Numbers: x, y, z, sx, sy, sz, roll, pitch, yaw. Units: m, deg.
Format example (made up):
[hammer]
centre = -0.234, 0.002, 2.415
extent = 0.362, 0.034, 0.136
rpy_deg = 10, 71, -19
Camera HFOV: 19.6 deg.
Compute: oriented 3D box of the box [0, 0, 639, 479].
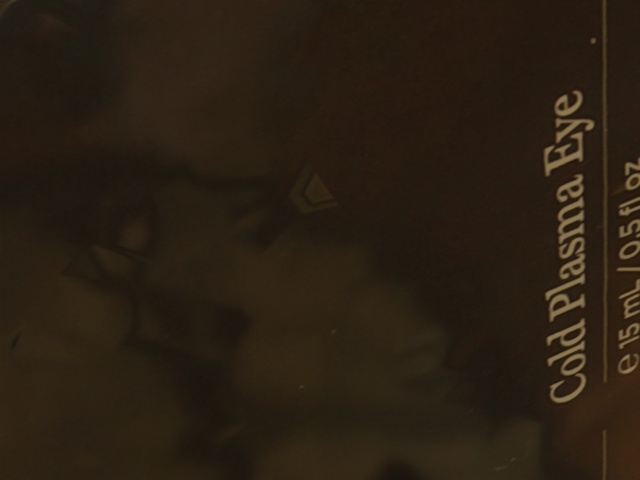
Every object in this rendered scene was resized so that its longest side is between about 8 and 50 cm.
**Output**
[box]
centre = 0.000, 0.000, 0.498
extent = 0.179, 0.312, 0.343
rpy_deg = 52, 157, 44
